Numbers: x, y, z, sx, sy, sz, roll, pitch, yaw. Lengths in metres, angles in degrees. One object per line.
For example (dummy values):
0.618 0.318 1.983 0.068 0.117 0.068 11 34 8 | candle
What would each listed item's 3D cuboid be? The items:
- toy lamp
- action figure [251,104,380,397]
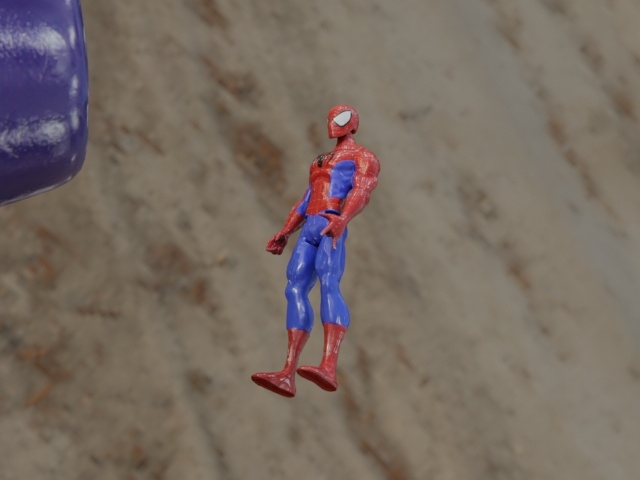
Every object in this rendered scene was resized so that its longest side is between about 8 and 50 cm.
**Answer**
-0.185 -0.028 0.396 0.275 0.080 0.080 -3 47 -16 | toy lamp
0.000 0.000 0.748 0.030 0.038 0.115 31 59 -33 | action figure
